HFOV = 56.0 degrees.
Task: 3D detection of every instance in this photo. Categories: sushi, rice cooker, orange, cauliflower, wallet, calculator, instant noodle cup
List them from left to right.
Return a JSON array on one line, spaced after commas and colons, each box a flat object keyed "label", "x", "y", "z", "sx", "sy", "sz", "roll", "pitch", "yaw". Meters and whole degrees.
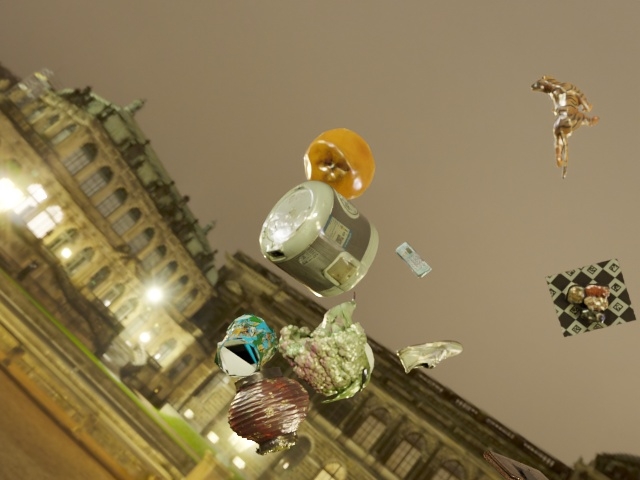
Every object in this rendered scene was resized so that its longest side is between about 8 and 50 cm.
[{"label": "instant noodle cup", "x": -0.311, "y": 0.450, "z": 2.498, "sx": 0.240, "sy": 0.240, "sz": 0.178, "roll": 45, "pitch": 20, "yaw": -3}, {"label": "rice cooker", "x": 0.003, "y": 0.000, "z": 1.704, "sx": 0.277, "sy": 0.288, "sz": 0.288, "roll": 39, "pitch": -16, "yaw": -29}, {"label": "cauliflower", "x": 0.037, "y": 0.266, "z": 1.564, "sx": 0.239, "sy": 0.315, "sz": 0.256, "roll": -16, "pitch": -50, "yaw": 28}, {"label": "orange", "x": 0.065, "y": -0.262, "z": 2.043, "sx": 0.249, "sy": 0.249, "sz": 0.183, "roll": 45, "pitch": 11, "yaw": 0}, {"label": "calculator", "x": 0.321, "y": 0.066, "z": 2.099, "sx": 0.018, "sy": 0.057, "sz": 0.172, "roll": 54, "pitch": 0, "yaw": -41}, {"label": "wallet", "x": 0.575, "y": 0.665, "z": 1.704, "sx": 0.230, "sy": 0.042, "sz": 0.124, "roll": 31, "pitch": 2, "yaw": -26}, {"label": "sushi", "x": 0.885, "y": 0.195, "z": 1.965, "sx": 0.047, "sy": 0.232, "sz": 0.219, "roll": -35, "pitch": 106, "yaw": -72}]

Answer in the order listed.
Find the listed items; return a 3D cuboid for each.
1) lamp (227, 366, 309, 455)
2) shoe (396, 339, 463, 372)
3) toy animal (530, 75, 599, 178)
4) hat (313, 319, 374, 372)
[{"label": "lamp", "x": -0.144, "y": 0.485, "z": 1.707, "sx": 0.247, "sy": 0.247, "sz": 0.247, "roll": 38, "pitch": -21, "yaw": 18}, {"label": "shoe", "x": 0.441, "y": 0.459, "z": 2.387, "sx": 0.103, "sy": 0.275, "sz": 0.098, "roll": 116, "pitch": -35, "yaw": -67}, {"label": "toy animal", "x": 0.586, "y": -0.274, "z": 1.436, "sx": 0.116, "sy": 0.255, "sz": 0.114, "roll": 19, "pitch": -26, "yaw": -39}, {"label": "hat", "x": 0.074, "y": 0.483, "z": 2.459, "sx": 0.302, "sy": 0.257, "sz": 0.168, "roll": 25, "pitch": -1, "yaw": -5}]
